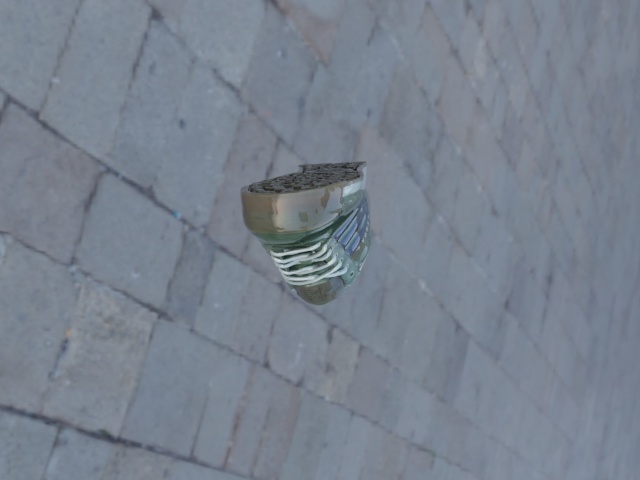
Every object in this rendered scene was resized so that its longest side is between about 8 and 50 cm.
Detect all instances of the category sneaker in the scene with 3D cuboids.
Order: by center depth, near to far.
[{"bbox_3d":[0.000,0.000,0.625,0.192,0.064,0.086,-40,127,-76],"label":"sneaker"}]
